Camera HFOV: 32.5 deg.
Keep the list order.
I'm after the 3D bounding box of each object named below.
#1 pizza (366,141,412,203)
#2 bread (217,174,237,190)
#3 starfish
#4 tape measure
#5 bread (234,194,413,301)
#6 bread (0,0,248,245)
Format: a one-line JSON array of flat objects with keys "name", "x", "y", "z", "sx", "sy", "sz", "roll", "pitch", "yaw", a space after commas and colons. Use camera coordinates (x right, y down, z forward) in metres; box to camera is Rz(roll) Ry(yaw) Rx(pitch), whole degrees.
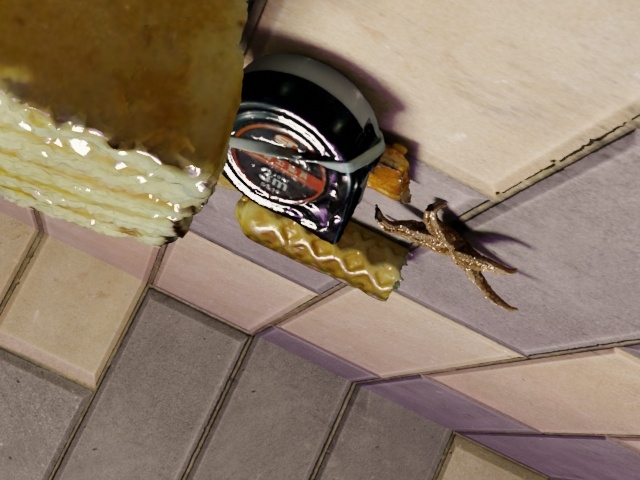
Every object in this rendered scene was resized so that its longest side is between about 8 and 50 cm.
[{"name": "pizza", "x": 0.055, "y": -0.094, "z": 1.240, "sx": 0.178, "sy": 0.041, "sz": 0.131, "roll": 30, "pitch": 169, "yaw": -19}, {"name": "bread", "x": -0.227, "y": -0.148, "z": 1.503, "sx": 0.286, "sy": 0.056, "sz": 0.207, "roll": 34, "pitch": 161, "yaw": -34}, {"name": "starfish", "x": 0.170, "y": 0.013, "z": 1.425, "sx": 0.238, "sy": 0.057, "sz": 0.213, "roll": 36, "pitch": 171, "yaw": -25}, {"name": "tape measure", "x": -0.025, "y": -0.105, "z": 1.144, "sx": 0.182, "sy": 0.107, "sz": 0.181, "roll": 30, "pitch": 141, "yaw": 2}, {"name": "bread", "x": 0.000, "y": 0.000, "z": 1.603, "sx": 0.270, "sy": 0.098, "sz": 0.087, "roll": 25, "pitch": 125, "yaw": 2}, {"name": "bread", "x": -0.190, "y": -0.164, "z": 0.994, "sx": 0.239, "sy": 0.263, "sz": 0.395, "roll": 14, "pitch": 169, "yaw": -9}]
